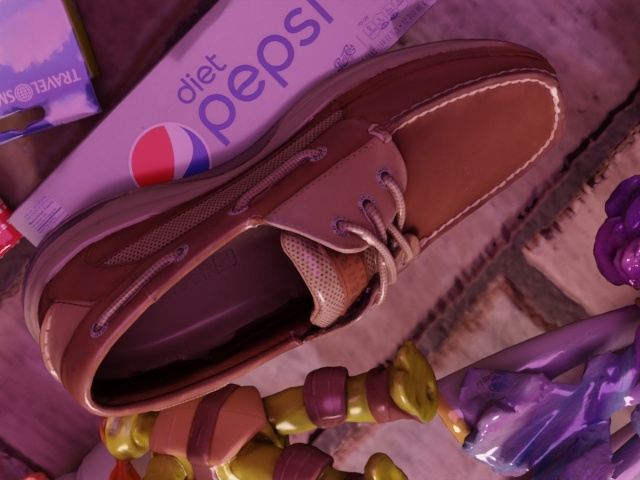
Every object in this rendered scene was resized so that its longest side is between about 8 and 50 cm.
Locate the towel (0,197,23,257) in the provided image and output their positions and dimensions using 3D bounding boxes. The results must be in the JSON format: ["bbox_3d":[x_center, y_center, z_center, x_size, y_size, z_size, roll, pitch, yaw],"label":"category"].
[{"bbox_3d":[-0.355,-0.037,0.645,0.199,0.031,0.275,-44,101,7],"label":"towel"}]

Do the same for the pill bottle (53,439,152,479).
[{"bbox_3d":[-0.163,0.233,0.668,0.119,0.119,0.208,38,97,-10],"label":"pill bottle"}]

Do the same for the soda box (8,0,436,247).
[{"bbox_3d":[-0.055,-0.090,0.614,0.286,0.098,0.091,-44,103,7],"label":"soda box"}]

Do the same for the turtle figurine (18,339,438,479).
[{"bbox_3d":[-0.053,0.120,0.566,0.217,0.269,0.087,-1,126,27],"label":"turtle figurine"}]

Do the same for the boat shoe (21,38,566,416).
[{"bbox_3d":[0.000,0.000,0.542,0.324,0.116,0.123,-30,126,-4],"label":"boat shoe"}]

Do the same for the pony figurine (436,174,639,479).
[{"bbox_3d":[0.253,0.051,0.600,0.363,0.303,0.351,-34,134,1],"label":"pony figurine"}]

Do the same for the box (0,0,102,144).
[{"bbox_3d":[-0.212,-0.150,0.621,0.109,0.042,0.178,-18,103,2],"label":"box"}]
